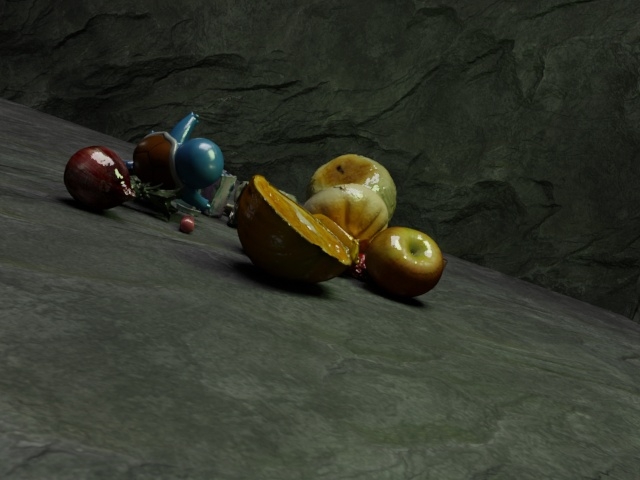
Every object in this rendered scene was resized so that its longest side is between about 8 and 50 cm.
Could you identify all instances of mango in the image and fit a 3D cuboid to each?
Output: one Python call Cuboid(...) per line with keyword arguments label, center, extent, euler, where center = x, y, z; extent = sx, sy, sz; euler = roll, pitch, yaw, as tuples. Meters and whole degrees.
Cuboid(label="mango", center=(0.000, 0.000, 1.928), extent=(0.252, 0.154, 0.126), euler=(21, -13, 21))

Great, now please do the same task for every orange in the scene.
Cuboid(label="orange", center=(-0.066, -0.024, 1.565), extent=(0.274, 0.274, 0.310), euler=(23, -35, 30))

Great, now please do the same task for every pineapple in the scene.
Cuboid(label="pineapple", center=(-0.521, -0.141, 1.810), extent=(0.277, 0.119, 0.130), euler=(19, -37, -10))

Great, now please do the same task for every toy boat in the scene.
Cuboid(label="toy boat", center=(-0.405, -0.146, 2.062), extent=(0.096, 0.122, 0.034), euler=(20, 9, 14))

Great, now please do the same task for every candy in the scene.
Cuboid(label="candy", center=(-0.349, -0.159, 2.170), extent=(0.092, 0.160, 0.073), euler=(32, 17, 34))

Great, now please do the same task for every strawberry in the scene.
Cuboid(label="strawberry", center=(0.117, 0.076, 2.015), extent=(0.187, 0.082, 0.146), euler=(19, -1, 40))

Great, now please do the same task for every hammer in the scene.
Cuboid(label="hammer", center=(-0.357, -0.045, 1.765), extent=(0.043, 0.043, 0.083), euler=(18, 7, -13))

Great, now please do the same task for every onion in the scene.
Cuboid(label="onion", center=(-0.532, -0.143, 1.615), extent=(0.195, 0.159, 0.159), euler=(32, 11, 18))

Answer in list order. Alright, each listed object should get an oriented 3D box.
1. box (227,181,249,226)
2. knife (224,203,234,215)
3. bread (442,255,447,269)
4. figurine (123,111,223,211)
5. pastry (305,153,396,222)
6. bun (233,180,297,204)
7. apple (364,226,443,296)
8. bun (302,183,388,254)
Cuboid(label="box", center=(-0.213, -0.095, 2.133), extent=(0.135, 0.151, 0.151), euler=(28, 6, -11))
Cuboid(label="knife", center=(-0.179, -0.078, 2.267), extent=(0.365, 0.043, 0.089), euler=(14, -38, 15))
Cuboid(label="bread", center=(0.297, 0.067, 2.316), extent=(0.244, 0.123, 0.190), euler=(16, 6, -25))
Cuboid(label="figurine", center=(-0.462, -0.233, 1.955), extent=(0.416, 0.298, 0.243), euler=(-1, 1, 17))
Cuboid(label="pastry", center=(0.128, -0.157, 2.705), extent=(0.388, 0.388, 0.313), euler=(24, -31, 31))
Cuboid(label="bun", center=(-0.199, -0.127, 2.398), extent=(0.239, 0.141, 0.239), euler=(17, 2, 0))
Cuboid(label="apple", center=(0.235, 0.067, 1.891), extent=(0.235, 0.173, 0.210), euler=(26, 46, -15))
Cuboid(label="bun", center=(0.079, -0.039, 2.086), extent=(0.299, 0.299, 0.165), euler=(15, 42, -32))
